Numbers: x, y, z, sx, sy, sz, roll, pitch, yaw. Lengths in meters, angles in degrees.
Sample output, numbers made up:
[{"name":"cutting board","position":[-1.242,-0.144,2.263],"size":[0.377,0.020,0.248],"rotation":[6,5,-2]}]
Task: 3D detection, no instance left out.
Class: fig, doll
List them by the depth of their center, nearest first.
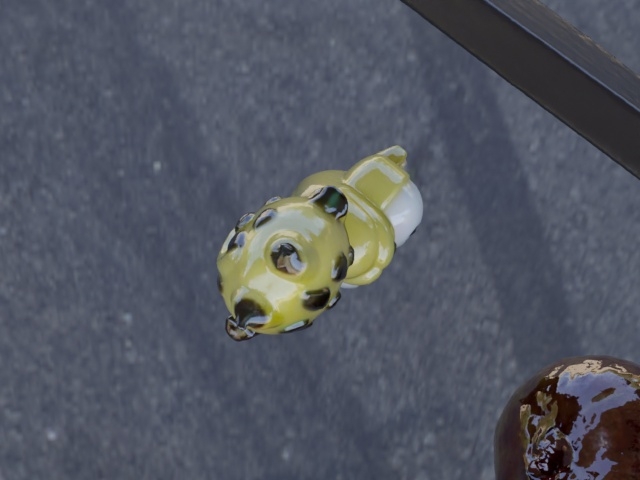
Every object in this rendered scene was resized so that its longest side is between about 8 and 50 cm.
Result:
[{"name":"doll","position":[0.001,0.001,1.141],"size":[0.086,0.291,0.117],"rotation":[43,108,3]},{"name":"fig","position":[0.203,0.178,1.198],"size":[0.146,0.274,0.170],"rotation":[-9,72,20]}]

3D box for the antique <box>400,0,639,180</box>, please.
[{"name":"antique","position":[0.093,-0.010,0.391],"size":[0.192,0.015,0.031],"rotation":[41,25,23]}]
